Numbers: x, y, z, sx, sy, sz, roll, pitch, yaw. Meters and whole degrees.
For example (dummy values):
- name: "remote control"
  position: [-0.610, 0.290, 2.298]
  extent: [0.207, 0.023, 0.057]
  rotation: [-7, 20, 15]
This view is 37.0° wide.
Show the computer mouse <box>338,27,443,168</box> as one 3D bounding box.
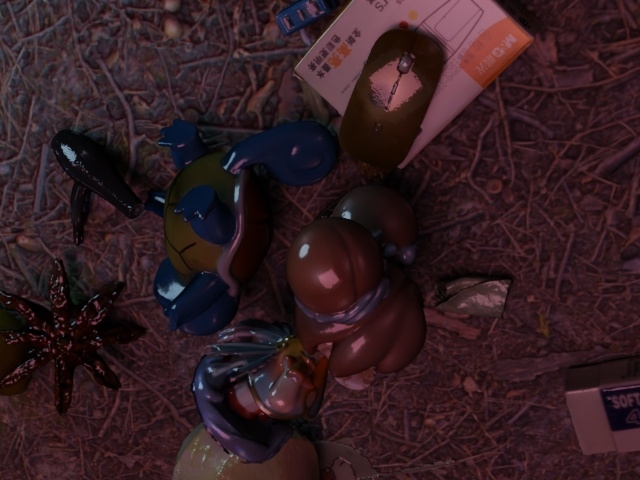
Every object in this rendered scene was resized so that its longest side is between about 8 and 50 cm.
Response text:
- name: "computer mouse"
  position: [0.093, -0.184, 1.278]
  extent: [0.102, 0.045, 0.199]
  rotation: [24, 122, 1]

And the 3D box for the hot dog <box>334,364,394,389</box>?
- name: "hot dog"
  position: [0.065, 0.126, 1.530]
  extent: [0.131, 0.069, 0.253]
  rotation: [10, 115, 23]

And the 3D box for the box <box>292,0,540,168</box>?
- name: "box"
  position: [0.128, -0.266, 1.304]
  extent: [0.221, 0.091, 0.274]
  rotation: [40, 120, -5]

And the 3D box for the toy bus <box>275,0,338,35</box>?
- name: "toy bus"
  position: [-0.019, -0.324, 1.348]
  extent: [0.083, 0.046, 0.038]
  rotation: [-23, 106, 27]

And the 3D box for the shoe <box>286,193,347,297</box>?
- name: "shoe"
  position: [0.001, -0.001, 1.480]
  extent: [0.074, 0.077, 0.194]
  rotation: [20, 118, -21]

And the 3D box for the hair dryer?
- name: "hair dryer"
  position: [-0.376, -0.056, 1.576]
  extent: [0.195, 0.075, 0.219]
  rotation: [43, 137, 19]

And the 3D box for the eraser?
- name: "eraser"
  position: [0.518, 0.236, 1.429]
  extent: [0.279, 0.081, 0.124]
  rotation: [-13, 111, 22]

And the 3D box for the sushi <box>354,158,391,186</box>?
- name: "sushi"
  position: [0.071, -0.128, 1.407]
  extent: [0.061, 0.060, 0.118]
  rotation: [-41, 99, 24]

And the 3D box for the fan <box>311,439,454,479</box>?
- name: "fan"
  position: [0.086, 0.423, 1.697]
  extent: [0.329, 0.009, 0.191]
  rotation: [-15, 109, 24]

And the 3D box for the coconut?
- name: "coconut"
  position: [-0.124, 0.422, 1.641]
  extent: [0.259, 0.259, 0.259]
  rotation: [7, 117, 14]

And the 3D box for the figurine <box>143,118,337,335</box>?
- name: "figurine"
  position: [-0.165, -0.037, 1.455]
  extent: [0.243, 0.298, 0.416]
  rotation: [11, 125, -40]

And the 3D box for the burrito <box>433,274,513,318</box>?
- name: "burrito"
  position: [0.232, 0.082, 1.466]
  extent: [0.118, 0.044, 0.074]
  rotation: [8, 120, 11]

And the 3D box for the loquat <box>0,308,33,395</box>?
- name: "loquat"
  position: [-0.598, 0.205, 1.731]
  extent: [0.152, 0.152, 0.195]
  rotation: [-18, 127, 24]

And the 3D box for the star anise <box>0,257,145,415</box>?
- name: "star anise"
  position: [-0.452, 0.167, 1.665]
  extent: [0.288, 0.088, 0.288]
  rotation: [-1, 99, -4]

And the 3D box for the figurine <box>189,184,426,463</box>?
- name: "figurine"
  position: [-0.007, 0.120, 1.358]
  extent: [0.388, 0.276, 0.248]
  rotation: [-37, 95, 30]
